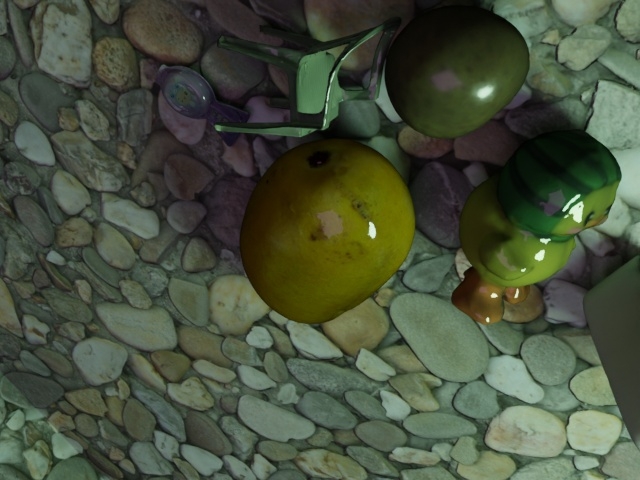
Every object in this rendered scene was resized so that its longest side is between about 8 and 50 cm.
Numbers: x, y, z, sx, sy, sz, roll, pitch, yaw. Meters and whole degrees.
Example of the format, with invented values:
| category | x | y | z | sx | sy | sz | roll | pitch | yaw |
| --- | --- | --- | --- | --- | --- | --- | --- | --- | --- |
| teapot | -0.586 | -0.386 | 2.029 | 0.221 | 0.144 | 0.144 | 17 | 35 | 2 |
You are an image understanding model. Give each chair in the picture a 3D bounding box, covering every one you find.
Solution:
| category | x | y | z | sx | sy | sz | roll | pitch | yaw |
| --- | --- | --- | --- | --- | --- | --- | --- | --- | --- |
| chair | -0.013 | -0.270 | 1.268 | 0.275 | 0.203 | 0.190 | 11 | 117 | 24 |

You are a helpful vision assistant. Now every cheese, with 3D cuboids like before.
| category | x | y | z | sx | sy | sz | roll | pitch | yaw |
| --- | --- | --- | --- | --- | --- | --- | --- | --- | --- |
| cheese | -0.225 | -0.260 | 1.475 | 0.191 | 0.042 | 0.105 | 33 | 133 | -4 |

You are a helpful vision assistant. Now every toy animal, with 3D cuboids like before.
| category | x | y | z | sx | sy | sz | roll | pitch | yaw |
| --- | --- | --- | --- | --- | --- | --- | --- | --- | --- |
| toy animal | 0.335 | -0.038 | 1.286 | 0.191 | 0.216 | 0.338 | 47 | 133 | 22 |

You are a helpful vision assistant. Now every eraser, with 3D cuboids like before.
| category | x | y | z | sx | sy | sz | roll | pitch | yaw |
| --- | --- | --- | --- | --- | --- | --- | --- | --- | --- |
| eraser | 0.585 | 0.177 | 1.322 | 0.331 | 0.331 | 0.150 | 38 | 133 | -5 |

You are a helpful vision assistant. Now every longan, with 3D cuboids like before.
| category | x | y | z | sx | sy | sz | roll | pitch | yaw |
| --- | --- | --- | --- | --- | --- | --- | --- | --- | --- |
| longan | 0.199 | -0.255 | 1.182 | 0.220 | 0.196 | 0.196 | -27 | 110 | 42 |

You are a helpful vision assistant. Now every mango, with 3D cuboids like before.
| category | x | y | z | sx | sy | sz | roll | pitch | yaw |
| --- | --- | --- | --- | --- | --- | --- | --- | --- | --- |
| mango | 0.000 | 0.000 | 1.451 | 0.300 | 0.232 | 0.445 | 25 | 141 | -1 |
